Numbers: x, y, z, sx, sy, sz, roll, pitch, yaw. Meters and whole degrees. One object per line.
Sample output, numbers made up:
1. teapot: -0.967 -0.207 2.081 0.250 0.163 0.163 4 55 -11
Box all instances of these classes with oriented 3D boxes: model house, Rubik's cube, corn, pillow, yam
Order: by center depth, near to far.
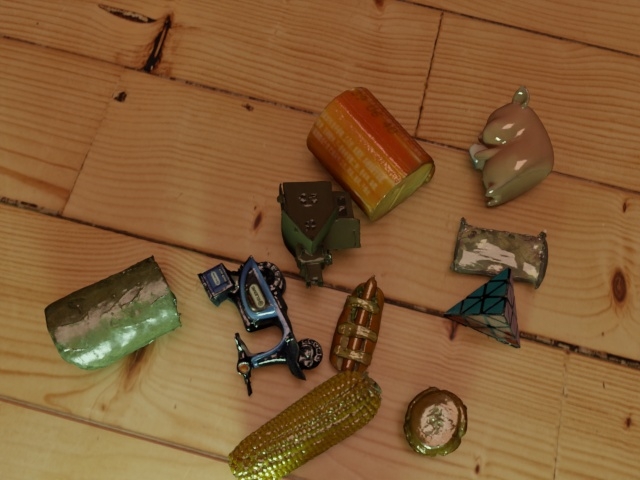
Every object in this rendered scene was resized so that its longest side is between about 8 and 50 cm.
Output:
1. corn: -0.030 0.437 1.485 0.387 0.144 0.144 -31 74 -8
2. yam: -0.495 0.184 1.531 0.300 0.195 0.195 -26 72 -13
3. model house: 0.000 0.000 1.608 0.204 0.211 0.244 -4 64 -2
4. Rubik's cube: 0.470 0.163 1.632 0.190 0.211 0.178 38 69 -25
5. pillow: 0.479 0.035 1.702 0.254 0.059 0.169 11 74 4

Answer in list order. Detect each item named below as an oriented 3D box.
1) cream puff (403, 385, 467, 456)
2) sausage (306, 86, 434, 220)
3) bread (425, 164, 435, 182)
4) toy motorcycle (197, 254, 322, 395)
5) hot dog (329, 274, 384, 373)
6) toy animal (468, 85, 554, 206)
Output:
1. cream puff: 0.274 0.432 1.510 0.165 0.115 0.150 -31 66 -4
2. sausage: 0.129 -0.232 1.699 0.233 0.233 0.287 -36 76 -15
3. bread: 0.267 -0.198 1.785 0.103 0.049 0.062 17 61 5
4. toy motorcycle: -0.150 0.205 1.579 0.212 0.125 0.359 -28 71 -4
5. hot dog: 0.097 0.214 1.609 0.109 0.072 0.270 17 70 1
6. toy animal: 0.522 -0.246 1.755 0.212 0.195 0.256 -19 69 14
